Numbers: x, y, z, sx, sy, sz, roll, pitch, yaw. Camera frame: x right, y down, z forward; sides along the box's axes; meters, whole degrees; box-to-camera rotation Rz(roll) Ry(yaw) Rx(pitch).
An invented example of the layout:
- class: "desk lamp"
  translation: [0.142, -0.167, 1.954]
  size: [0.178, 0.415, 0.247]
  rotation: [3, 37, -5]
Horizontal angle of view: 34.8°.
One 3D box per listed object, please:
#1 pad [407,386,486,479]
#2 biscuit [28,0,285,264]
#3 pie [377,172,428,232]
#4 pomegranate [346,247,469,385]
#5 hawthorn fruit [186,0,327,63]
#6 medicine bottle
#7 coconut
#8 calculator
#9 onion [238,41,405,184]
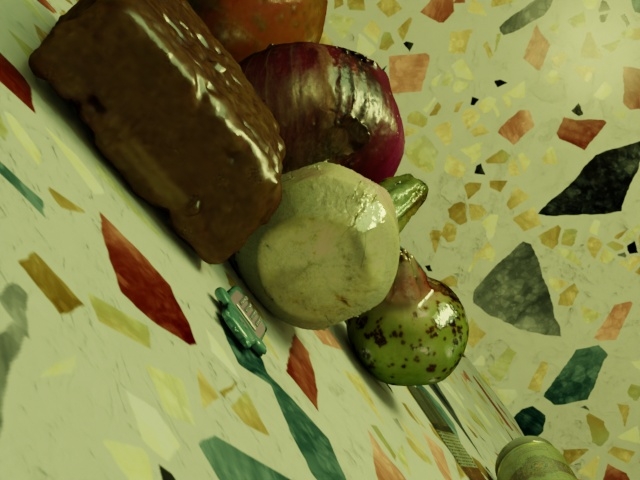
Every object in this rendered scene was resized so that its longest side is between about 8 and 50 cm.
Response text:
- class: "pad"
  translation: [0.249, 0.354, 1.928]
  size: [0.250, 0.055, 0.323]
  rotation: [56, -10, 22]
- class: "biscuit"
  translation: [-0.189, -0.181, 1.309]
  size: [0.343, 0.166, 0.395]
  rotation: [48, 9, -21]
- class: "pie"
  translation: [0.069, 0.009, 1.642]
  size: [0.078, 0.277, 0.277]
  rotation: [41, 5, 10]
- class: "pomegranate"
  translation: [0.141, 0.120, 1.709]
  size: [0.214, 0.214, 0.248]
  rotation: [-117, -165, -56]
- class: "hawthorn fruit"
  translation: [-0.188, -0.450, 1.895]
  size: [0.403, 0.402, 0.403]
  rotation: [51, 7, -9]
- class: "medicine bottle"
  translation: [0.450, 0.522, 2.008]
  size: [0.151, 0.151, 0.322]
  rotation: [50, 7, -18]
- class: "coconut"
  translation: [0.001, 0.002, 1.404]
  size: [0.227, 0.227, 0.230]
  rotation: [51, 14, -12]
- class: "calculator"
  translation: [-0.090, 0.091, 1.189]
  size: [0.094, 0.019, 0.141]
  rotation: [55, 6, -4]
- class: "onion"
  translation: [-0.030, -0.124, 1.677]
  size: [0.348, 0.347, 0.385]
  rotation: [43, 45, -52]
